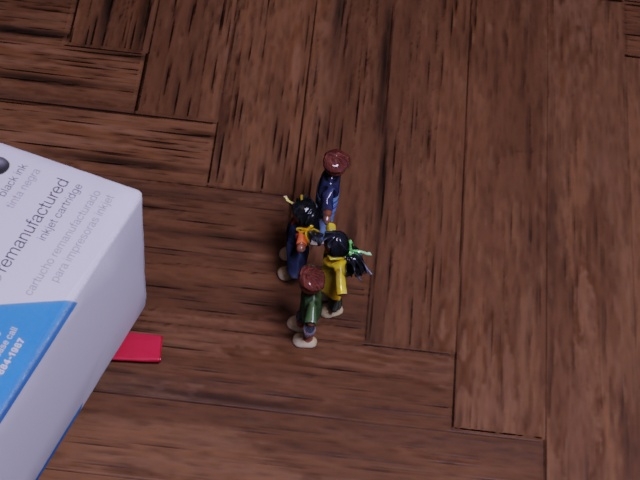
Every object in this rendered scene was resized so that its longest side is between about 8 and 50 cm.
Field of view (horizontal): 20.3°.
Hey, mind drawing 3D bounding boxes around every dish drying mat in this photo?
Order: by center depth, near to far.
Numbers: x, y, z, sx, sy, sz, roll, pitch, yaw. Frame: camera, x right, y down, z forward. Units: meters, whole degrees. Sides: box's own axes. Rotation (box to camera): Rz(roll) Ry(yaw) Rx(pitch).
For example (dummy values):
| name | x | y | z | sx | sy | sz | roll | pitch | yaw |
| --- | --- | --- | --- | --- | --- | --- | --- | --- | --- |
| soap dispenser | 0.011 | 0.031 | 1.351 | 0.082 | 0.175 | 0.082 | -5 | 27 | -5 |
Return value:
| name | x | y | z | sx | sy | sz | roll | pitch | yaw |
| --- | --- | --- | --- | --- | --- | --- | --- | --- | --- |
| dish drying mat | -0.185 | 0.096 | 1.610 | 0.083 | 0.008 | 0.032 | 3 | 50 | -2 |

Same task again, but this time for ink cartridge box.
| name | x | y | z | sx | sy | sz | roll | pitch | yaw |
| --- | --- | --- | --- | --- | --- | --- | --- | --- | --- |
| ink cartridge box | -0.387 | 0.040 | 1.527 | 0.395 | 0.166 | 0.285 | 19 | 51 | 12 |

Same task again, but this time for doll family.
| name | x | y | z | sx | sy | sz | roll | pitch | yaw |
| --- | --- | --- | --- | --- | --- | --- | --- | --- | --- |
| doll family | 0.000 | 0.000 | 1.639 | 0.076 | 0.111 | 0.193 | -7 | 52 | -11 |
